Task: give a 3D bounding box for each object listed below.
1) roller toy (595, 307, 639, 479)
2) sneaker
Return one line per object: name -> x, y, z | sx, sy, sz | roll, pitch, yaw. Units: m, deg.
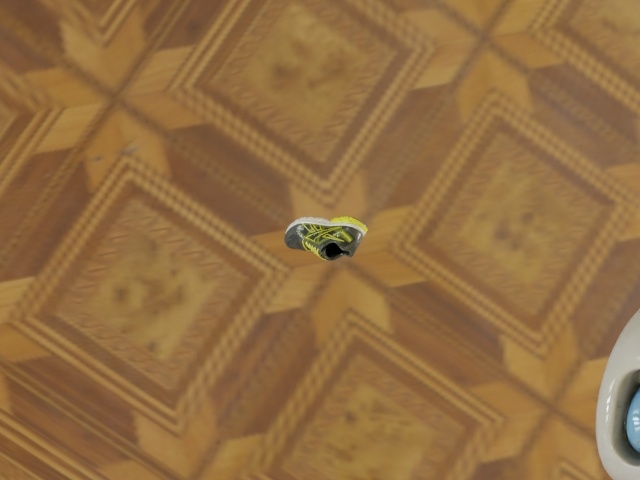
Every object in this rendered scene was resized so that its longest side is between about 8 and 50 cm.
roller toy -> 0.343, 0.144, 1.732 | 0.209, 0.146, 0.191 | -57, 142, -22
sneaker -> 0.000, 0.000, 1.653 | 0.031, 0.083, 0.035 | 47, 49, -36
